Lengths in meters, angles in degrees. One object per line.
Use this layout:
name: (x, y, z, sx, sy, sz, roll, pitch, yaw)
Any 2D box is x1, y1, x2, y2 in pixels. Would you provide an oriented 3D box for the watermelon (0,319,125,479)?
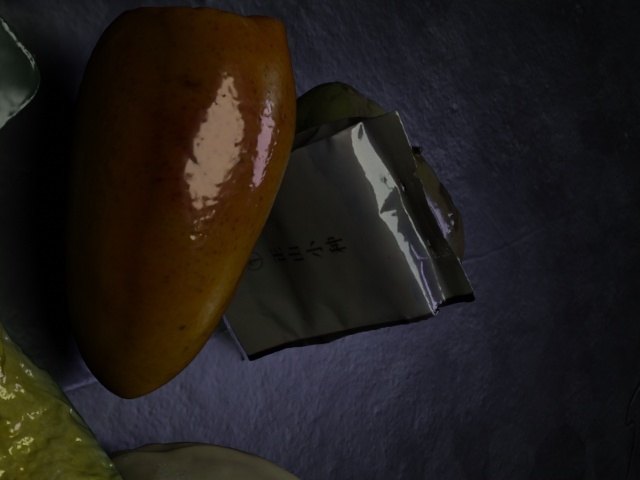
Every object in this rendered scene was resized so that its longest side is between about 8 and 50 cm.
watermelon: (-0.305, 0.202, 1.069, 0.331, 0.189, 0.330, 6, 66, -15)

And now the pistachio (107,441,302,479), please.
pistachio: (-0.082, 0.305, 1.298, 0.226, 0.208, 0.331, -32, 109, 6)

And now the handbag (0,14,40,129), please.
handbag: (-0.369, -0.135, 1.103, 0.260, 0.079, 0.247, -51, 120, -30)

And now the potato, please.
potato: (0.044, -0.034, 1.455, 0.165, 0.165, 0.262, -45, 114, -36)

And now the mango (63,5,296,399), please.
mango: (-0.137, -0.032, 1.237, 0.199, 0.201, 0.350, 0, 105, -73)

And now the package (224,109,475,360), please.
package: (0.000, 0.000, 1.360, 0.203, 0.251, 0.062, 64, 26, -19)
